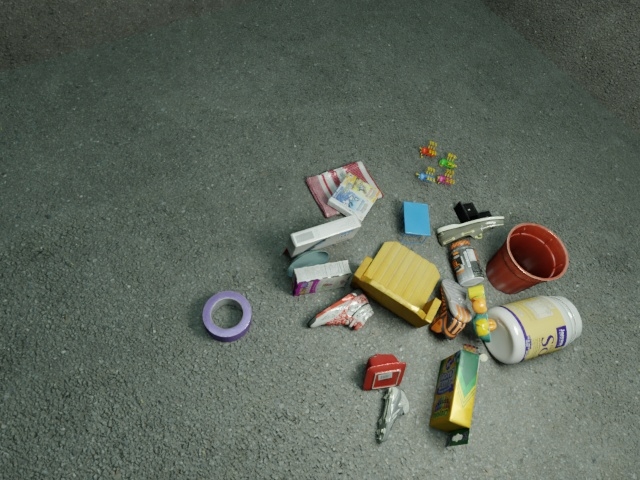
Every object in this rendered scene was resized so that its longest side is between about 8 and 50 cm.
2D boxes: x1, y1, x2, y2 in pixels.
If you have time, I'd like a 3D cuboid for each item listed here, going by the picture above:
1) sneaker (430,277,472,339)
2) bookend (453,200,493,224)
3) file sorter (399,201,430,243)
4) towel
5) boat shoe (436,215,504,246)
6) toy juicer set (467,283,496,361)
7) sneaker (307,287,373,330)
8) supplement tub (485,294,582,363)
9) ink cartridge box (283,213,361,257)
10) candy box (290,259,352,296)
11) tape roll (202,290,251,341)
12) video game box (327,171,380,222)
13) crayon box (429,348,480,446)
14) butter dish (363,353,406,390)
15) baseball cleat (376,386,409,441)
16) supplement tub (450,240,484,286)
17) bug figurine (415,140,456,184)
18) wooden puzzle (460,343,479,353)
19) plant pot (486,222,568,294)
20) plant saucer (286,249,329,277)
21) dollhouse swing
[{"bbox_3d":[0.537,0.298,1.857,0.125,0.180,0.321,27,27,-1],"label":"sneaker"},{"bbox_3d":[0.773,-0.125,2.148,0.157,0.072,0.156,-11,64,-16],"label":"bookend"},{"bbox_3d":[0.439,-0.081,2.050,0.118,0.104,0.170,6,62,-7],"label":"file sorter"},{"bbox_3d":[0.119,-0.258,2.131,0.329,0.037,0.237,-21,68,-19],"label":"towel"},{"bbox_3d":[0.702,-0.044,2.018,0.305,0.109,0.091,-14,79,24],"label":"boat shoe"},{"bbox_3d":[0.657,0.352,1.718,0.090,0.209,0.328,-8,97,15],"label":"toy juicer set"},{"bbox_3d":[0.090,0.323,1.783,0.270,0.090,0.145,-31,83,-14],"label":"sneaker"},{"bbox_3d":[0.876,0.363,1.808,0.332,0.241,0.240,-11,65,-14],"label":"supplement tub"},{"bbox_3d":[0.000,0.000,1.850,0.297,0.261,0.066,-18,75,-17],"label":"ink cartridge box"},{"bbox_3d":[-0.001,0.158,1.817,0.234,0.159,0.071,-8,65,-14],"label":"candy box"},{"bbox_3d":[-0.370,0.302,1.724,0.189,0.080,0.188,4,61,-8],"label":"tape roll"},{"bbox_3d":[0.161,-0.203,2.068,0.187,0.048,0.205,33,62,2],"label":"video game box"},{"bbox_3d":[0.504,0.596,1.642,0.083,0.203,0.322,19,61,1],"label":"crayon box"},{"bbox_3d":[0.238,0.499,1.701,0.160,0.159,0.118,-4,40,-11],"label":"butter dish"},{"bbox_3d":[0.282,0.666,1.644,0.110,0.072,0.205,23,69,-14],"label":"baseball cleat"},{"bbox_3d":[0.665,0.105,1.982,0.117,0.117,0.190,-4,62,-12],"label":"supplement tub"},{"bbox_3d":[0.603,-0.381,2.257,0.216,0.072,0.278,19,56,-6],"label":"bug figurine"},{"bbox_3d":[0.634,0.469,1.845,0.083,0.006,0.049,15,61,-2],"label":"wooden puzzle"},{"bbox_3d":[0.896,0.102,1.938,0.273,0.265,0.272,4,62,-7],"label":"plant pot"},{"bbox_3d":[-0.058,0.088,1.825,0.195,0.195,0.037,-19,63,-18],"label":"plant saucer"},{"bbox_3d":[0.356,0.144,1.827,0.347,0.315,0.305,33,76,9],"label":"dollhouse swing"}]
